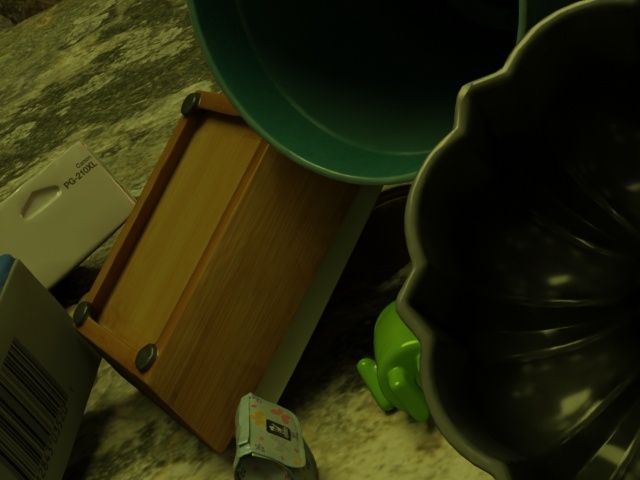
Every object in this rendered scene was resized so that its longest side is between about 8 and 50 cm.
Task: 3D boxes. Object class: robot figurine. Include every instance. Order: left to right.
[{"bbox_3d":[0.074,0.084,0.924,0.101,0.067,0.115,-35,22,15],"label":"robot figurine"}]

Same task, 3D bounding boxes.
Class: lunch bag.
[{"bbox_3d":[-0.033,0.158,0.876,0.053,0.083,0.071,-25,24,8],"label":"lunch bag"}]

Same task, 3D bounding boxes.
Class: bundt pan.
[{"bbox_3d":[0.213,0.026,0.674,0.330,0.124,0.331,-4,74,14],"label":"bundt pan"}]

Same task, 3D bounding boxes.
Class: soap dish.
[{"bbox_3d":[-0.083,0.008,1.045,0.229,0.118,0.291,21,83,59],"label":"soap dish"}]

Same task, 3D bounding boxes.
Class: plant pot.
[{"bbox_3d":[0.082,-0.211,0.913,0.271,0.272,0.255,-7,18,39],"label":"plant pot"}]

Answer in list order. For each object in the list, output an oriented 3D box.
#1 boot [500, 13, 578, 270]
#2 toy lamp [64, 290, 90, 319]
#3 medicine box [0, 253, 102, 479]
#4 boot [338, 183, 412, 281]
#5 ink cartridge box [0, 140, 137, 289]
[{"bbox_3d":[0.154,-0.084,1.019,0.367,0.146,0.445,-25,31,-22],"label":"boot"},{"bbox_3d":[-0.239,0.069,1.268,0.274,0.080,0.080,-37,26,-19],"label":"toy lamp"},{"bbox_3d":[-0.367,0.182,1.052,0.289,0.149,0.263,-17,37,22],"label":"medicine box"},{"bbox_3d":[0.000,0.000,1.163,0.197,0.073,0.152,-31,19,-16],"label":"boot"},{"bbox_3d":[-0.320,0.012,1.343,0.172,0.100,0.237,-46,7,-32],"label":"ink cartridge box"}]
